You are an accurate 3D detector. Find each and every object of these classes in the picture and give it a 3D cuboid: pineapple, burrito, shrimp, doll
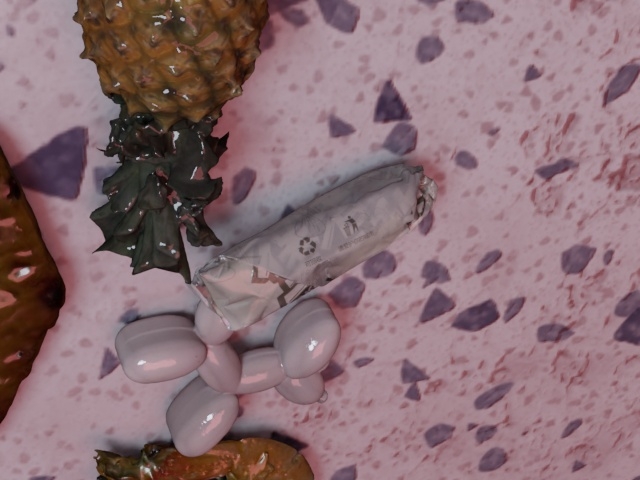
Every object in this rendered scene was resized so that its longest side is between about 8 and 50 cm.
[{"bbox_3d":[-0.102,-0.089,0.875,0.128,0.128,0.248,-7,131,-21],"label":"pineapple"},{"bbox_3d":[0.000,0.001,0.995,0.203,0.064,0.064,-29,130,-19],"label":"burrito"},{"bbox_3d":[-0.095,0.198,1.113,0.217,0.051,0.115,23,104,-34],"label":"shrimp"},{"bbox_3d":[-0.060,0.094,1.050,0.160,0.059,0.161,-30,129,-2],"label":"doll"}]

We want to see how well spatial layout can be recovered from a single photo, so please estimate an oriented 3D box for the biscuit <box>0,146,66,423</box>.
[{"bbox_3d":[-0.346,0.048,0.895,0.359,0.046,0.359,-12,126,-17],"label":"biscuit"}]
